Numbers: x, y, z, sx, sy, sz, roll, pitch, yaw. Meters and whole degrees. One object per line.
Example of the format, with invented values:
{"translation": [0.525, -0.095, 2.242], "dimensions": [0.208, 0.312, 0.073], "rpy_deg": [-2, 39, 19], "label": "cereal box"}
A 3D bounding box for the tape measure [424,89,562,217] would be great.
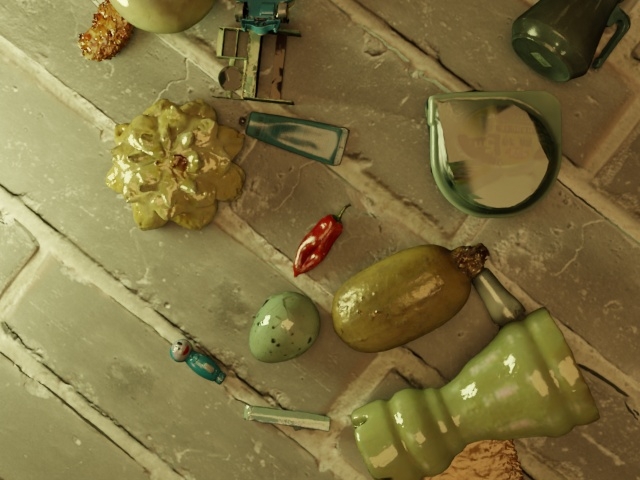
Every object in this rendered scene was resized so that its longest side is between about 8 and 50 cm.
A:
{"translation": [0.335, -0.174, 1.828], "dimensions": [0.259, 0.138, 0.262], "rpy_deg": [-1, 90, 6], "label": "tape measure"}

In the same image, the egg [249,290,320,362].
{"translation": [-0.078, 0.176, 1.870], "dimensions": [0.164, 0.131, 0.131], "rpy_deg": [-37, 87, 11], "label": "egg"}

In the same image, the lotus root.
{"translation": [0.175, 0.104, 1.819], "dimensions": [0.342, 0.151, 0.169], "rpy_deg": [-28, 89, 19], "label": "lotus root"}

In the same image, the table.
{"translation": [-0.133, -0.359, 1.904], "dimensions": [0.175, 0.062, 0.146], "rpy_deg": [6, 91, 2], "label": "table"}

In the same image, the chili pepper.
{"translation": [-0.001, 0.000, 1.900], "dimensions": [0.059, 0.050, 0.191], "rpy_deg": [34, 101, -13], "label": "chili pepper"}

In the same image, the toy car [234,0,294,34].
{"translation": [-0.106, -0.460, 1.858], "dimensions": [0.126, 0.098, 0.161], "rpy_deg": [1, 64, 5], "label": "toy car"}

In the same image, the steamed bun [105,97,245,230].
{"translation": [-0.305, -0.151, 1.885], "dimensions": [0.295, 0.137, 0.292], "rpy_deg": [37, 96, 2], "label": "steamed bun"}

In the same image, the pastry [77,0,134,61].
{"translation": [-0.426, -0.439, 1.930], "dimensions": [0.087, 0.063, 0.169], "rpy_deg": [41, 99, 12], "label": "pastry"}

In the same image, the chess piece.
{"translation": [0.288, 0.327, 1.796], "dimensions": [0.442, 0.234, 0.234], "rpy_deg": [-27, 88, 5], "label": "chess piece"}

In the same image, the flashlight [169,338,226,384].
{"translation": [-0.252, 0.251, 1.928], "dimensions": [0.129, 0.051, 0.051], "rpy_deg": [34, 93, -3], "label": "flashlight"}

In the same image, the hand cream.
{"translation": [-0.058, -0.219, 1.912], "dimensions": [0.224, 0.048, 0.083], "rpy_deg": [16, 92, -2], "label": "hand cream"}

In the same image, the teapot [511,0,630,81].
{"translation": [0.501, -0.426, 1.810], "dimensions": [0.203, 0.171, 0.225], "rpy_deg": [39, 86, -28], "label": "teapot"}

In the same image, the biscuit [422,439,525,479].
{"translation": [0.292, 0.479, 1.898], "dimensions": [0.236, 0.013, 0.232], "rpy_deg": [-16, 89, 6], "label": "biscuit"}

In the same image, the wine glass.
{"translation": [0.337, 0.096, 1.864], "dimensions": [0.072, 0.072, 0.155], "rpy_deg": [-36, 88, 4], "label": "wine glass"}

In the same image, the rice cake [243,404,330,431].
{"translation": [-0.068, 0.369, 1.918], "dimensions": [0.180, 0.030, 0.042], "rpy_deg": [7, 86, 5], "label": "rice cake"}

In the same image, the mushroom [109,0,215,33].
{"translation": [-0.304, -0.533, 1.831], "dimensions": [0.202, 0.246, 0.246], "rpy_deg": [-29, 87, 48], "label": "mushroom"}
